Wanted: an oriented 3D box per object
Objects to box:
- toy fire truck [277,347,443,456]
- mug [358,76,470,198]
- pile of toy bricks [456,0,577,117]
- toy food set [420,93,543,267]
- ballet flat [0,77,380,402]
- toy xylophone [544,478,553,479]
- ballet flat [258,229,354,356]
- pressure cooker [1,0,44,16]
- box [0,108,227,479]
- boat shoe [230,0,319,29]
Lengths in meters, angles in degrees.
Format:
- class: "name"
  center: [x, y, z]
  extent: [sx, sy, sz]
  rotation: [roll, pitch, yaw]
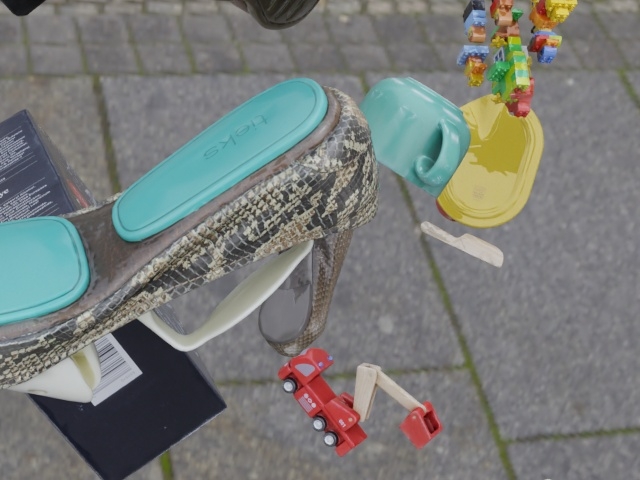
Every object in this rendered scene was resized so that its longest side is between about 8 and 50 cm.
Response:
- class: "toy fire truck"
  center: [0.049, 0.202, 1.791]
  extent: [0.192, 0.135, 0.047]
  rotation: [52, 27, 7]
- class: "mug"
  center: [0.111, -0.115, 1.554]
  extent: [0.158, 0.097, 0.129]
  rotation: [34, 4, 28]
- class: "pile of toy bricks"
  center: [0.218, -0.204, 1.603]
  extent: [0.118, 0.212, 0.105]
  rotation: [1, 68, -13]
- class: "toy food set"
  center: [0.210, -0.079, 1.825]
  extent: [0.128, 0.071, 0.218]
  rotation: [18, 83, 7]
- class: "ballet flat"
  center: [-0.166, 0.035, 1.189]
  extent: [0.483, 0.182, 0.164]
  rotation: [-25, 36, -1]
- class: "toy xylophone"
  center: [0.243, 0.433, 1.839]
  extent: [0.081, 0.322, 0.236]
  rotation: [24, 69, 28]
- class: "ballet flat"
  center: [0.000, 0.000, 1.374]
  extent: [0.084, 0.058, 0.250]
  rotation: [-2, 61, 31]
- class: "pressure cooker"
  center: [-0.147, -0.324, 0.646]
  extent: [0.420, 0.375, 0.370]
  rotation: [-41, 94, -2]
- class: "box"
  center: [-0.308, 0.065, 1.714]
  extent: [0.179, 0.343, 0.312]
  rotation: [-35, 35, -3]
- class: "boat shoe"
  center: [-0.083, -0.296, 1.431]
  extent: [0.104, 0.110, 0.307]
  rotation: [38, 10, 17]
